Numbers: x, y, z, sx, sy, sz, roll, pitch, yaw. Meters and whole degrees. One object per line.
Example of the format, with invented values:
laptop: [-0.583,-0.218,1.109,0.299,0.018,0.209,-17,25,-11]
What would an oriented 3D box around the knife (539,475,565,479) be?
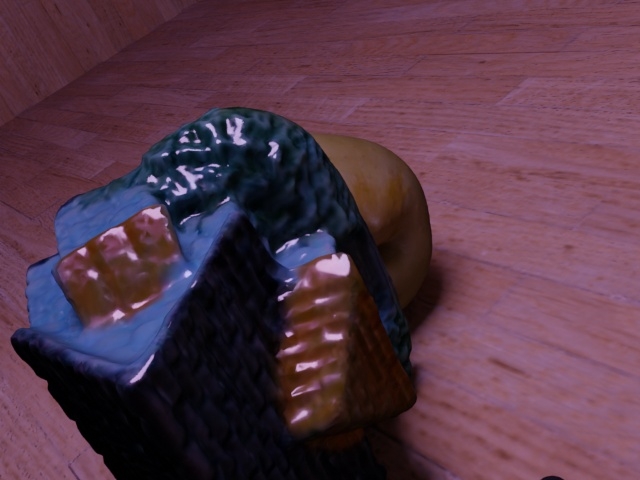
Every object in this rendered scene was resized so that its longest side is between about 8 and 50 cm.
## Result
knife: [0.135,0.212,0.362,0.072,0.019,0.245,-27,29,5]

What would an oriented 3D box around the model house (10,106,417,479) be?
model house: [-0.037,0.086,0.468,0.226,0.261,0.241,-30,27,-1]

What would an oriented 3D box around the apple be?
apple: [0.000,0.000,0.675,0.200,0.200,0.200,-22,28,12]
